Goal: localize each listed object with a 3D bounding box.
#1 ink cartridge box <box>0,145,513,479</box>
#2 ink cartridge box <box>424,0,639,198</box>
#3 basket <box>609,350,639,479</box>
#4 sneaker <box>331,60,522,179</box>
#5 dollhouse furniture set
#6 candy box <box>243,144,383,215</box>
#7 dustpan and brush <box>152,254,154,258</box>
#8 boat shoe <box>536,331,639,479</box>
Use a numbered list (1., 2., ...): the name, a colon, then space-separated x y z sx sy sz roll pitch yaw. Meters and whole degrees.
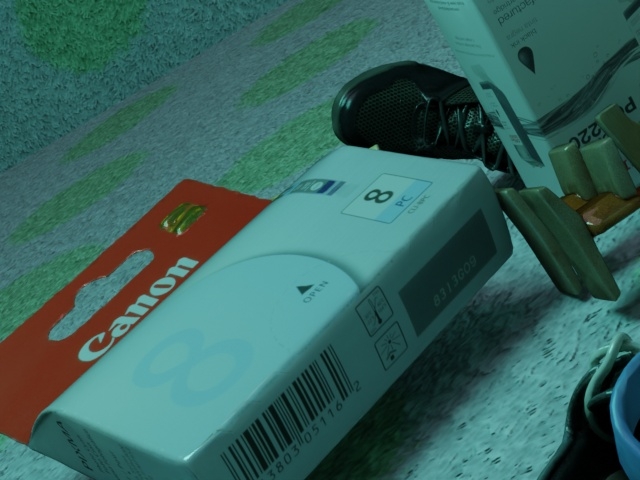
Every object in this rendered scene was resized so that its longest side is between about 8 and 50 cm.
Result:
1. ink cartridge box: -0.097 0.040 1.045 0.385 0.091 0.308 14 49 44
2. ink cartridge box: 0.203 -0.144 1.083 0.159 0.218 0.092 -36 23 -10
3. basket: 0.263 0.059 0.399 0.255 0.201 0.289 -36 49 -12
4. sneaker: 0.129 -0.101 1.190 0.228 0.087 0.130 6 10 -25
5. dollhouse furniture set: 0.281 -0.051 0.914 0.262 0.135 0.259 -35 6 -7
6. candy box: 0.000 0.000 1.216 0.187 0.109 0.053 -28 49 18
7. dustpan and brush: -0.072 -0.002 1.469 0.211 0.060 0.147 -38 28 6
8. boat shoe: 0.176 0.094 0.681 0.116 0.099 0.319 -17 23 42
